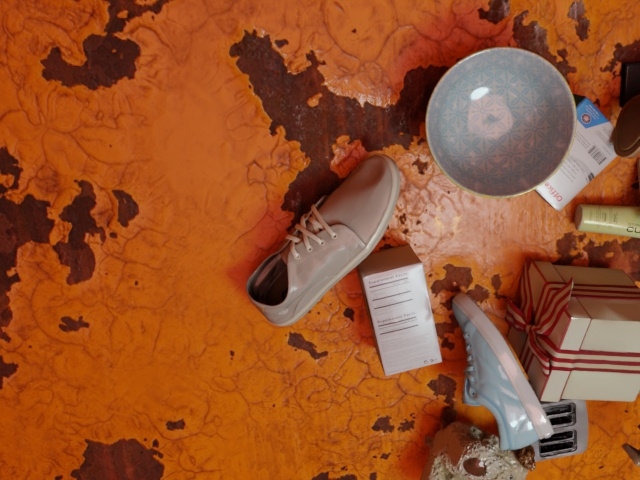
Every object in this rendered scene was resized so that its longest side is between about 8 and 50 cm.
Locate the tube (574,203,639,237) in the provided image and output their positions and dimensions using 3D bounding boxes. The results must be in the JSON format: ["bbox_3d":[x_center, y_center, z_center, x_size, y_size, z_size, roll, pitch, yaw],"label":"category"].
[{"bbox_3d":[0.696,-0.044,1.518,0.240,0.062,0.070,6,125,4],"label":"tube"}]

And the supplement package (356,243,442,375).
[{"bbox_3d":[0.172,0.152,1.521,0.134,0.139,0.244,-14,108,-1],"label":"supplement package"}]

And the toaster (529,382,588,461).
[{"bbox_3d":[0.559,0.434,1.664,0.186,0.110,0.168,-9,110,-2],"label":"toaster"}]

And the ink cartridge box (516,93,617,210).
[{"bbox_3d":[0.525,-0.189,1.463,0.148,0.086,0.203,42,101,-16],"label":"ink cartridge box"}]

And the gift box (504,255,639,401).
[{"bbox_3d":[0.565,0.179,1.509,0.258,0.255,0.276,3,114,-8],"label":"gift box"}]

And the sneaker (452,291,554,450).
[{"bbox_3d":[0.364,0.295,1.521,0.150,0.135,0.366,-29,71,5],"label":"sneaker"}]

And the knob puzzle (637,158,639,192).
[{"bbox_3d":[0.796,-0.091,1.500,0.213,0.030,0.213,2,66,-4],"label":"knob puzzle"}]

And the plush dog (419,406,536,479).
[{"bbox_3d":[0.387,0.527,1.634,0.225,0.210,0.262,25,130,-9],"label":"plush dog"}]

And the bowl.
[{"bbox_3d":[0.354,-0.235,1.384,0.289,0.156,0.289,1,98,7],"label":"bowl"}]

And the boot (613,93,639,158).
[{"bbox_3d":[0.744,-0.253,1.418,0.220,0.109,0.283,31,82,-28],"label":"boot"}]

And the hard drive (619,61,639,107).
[{"bbox_3d":[0.714,-0.338,1.462,0.135,0.022,0.094,-6,109,-3],"label":"hard drive"}]

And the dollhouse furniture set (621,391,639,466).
[{"bbox_3d":[0.885,0.389,1.525,0.256,0.394,0.362,30,104,-14],"label":"dollhouse furniture set"}]

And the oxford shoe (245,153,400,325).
[{"bbox_3d":[0.000,0.000,1.435,0.130,0.169,0.449,27,110,-43],"label":"oxford shoe"}]
